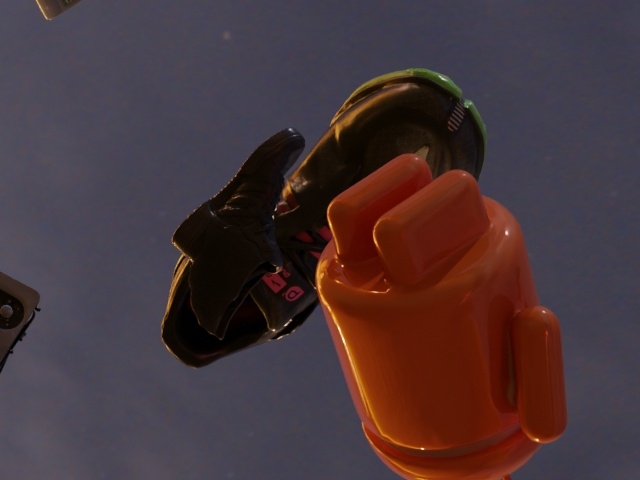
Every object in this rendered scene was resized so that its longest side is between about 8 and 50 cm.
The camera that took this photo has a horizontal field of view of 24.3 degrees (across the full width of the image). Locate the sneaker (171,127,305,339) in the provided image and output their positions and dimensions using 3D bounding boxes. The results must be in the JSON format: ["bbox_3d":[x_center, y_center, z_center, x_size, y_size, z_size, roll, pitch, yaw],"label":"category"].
[{"bbox_3d":[-0.055,-0.007,1.233,0.170,0.051,0.089,-44,-105,-4],"label":"sneaker"}]

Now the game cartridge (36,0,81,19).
[{"bbox_3d":[-0.248,-0.261,1.475,0.017,0.083,0.056,45,-14,42],"label":"game cartridge"}]

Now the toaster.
[{"bbox_3d":[-0.441,0.131,1.854,0.110,0.168,0.186,33,-27,-7],"label":"toaster"}]

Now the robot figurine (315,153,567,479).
[{"bbox_3d":[0.073,0.059,0.891,0.158,0.128,0.219,-6,-57,19],"label":"robot figurine"}]

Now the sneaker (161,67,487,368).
[{"bbox_3d":[0.000,0.000,1.638,0.185,0.202,0.483,41,-57,-10],"label":"sneaker"}]
